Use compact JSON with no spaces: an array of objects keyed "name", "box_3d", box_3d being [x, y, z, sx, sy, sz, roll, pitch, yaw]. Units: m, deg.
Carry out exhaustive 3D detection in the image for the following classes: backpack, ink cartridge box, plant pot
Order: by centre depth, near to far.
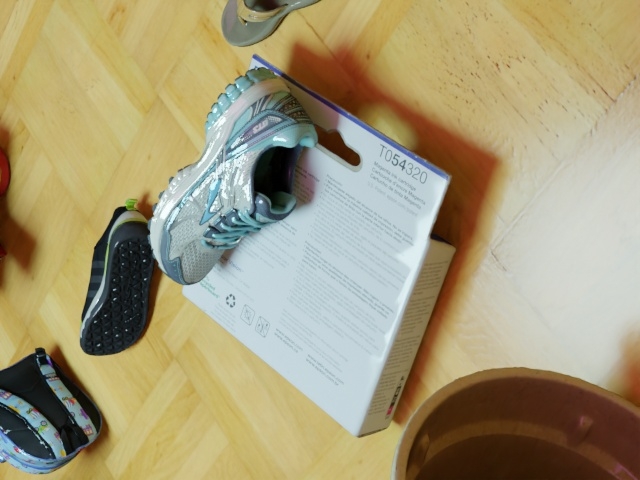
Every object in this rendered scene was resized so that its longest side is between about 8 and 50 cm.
[{"name":"plant pot","box_3d":[0.179,0.345,1.219,0.334,0.334,0.305,48,137,27]},{"name":"ink cartridge box","box_3d":[0.000,0.000,1.480,0.324,0.071,0.330,36,118,35]},{"name":"backpack","box_3d":[-0.410,0.264,1.873,0.173,0.158,0.117,40,132,19]}]

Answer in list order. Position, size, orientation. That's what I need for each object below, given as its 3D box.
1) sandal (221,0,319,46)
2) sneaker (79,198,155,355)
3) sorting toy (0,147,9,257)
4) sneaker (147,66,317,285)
[{"name":"sandal","box_3d":[-0.062,-0.281,1.502,0.180,0.049,0.072,-20,83,44]},{"name":"sneaker","box_3d":[-0.273,0.051,1.766,0.234,0.084,0.097,-66,30,28]},{"name":"sorting toy","box_3d":[-0.578,-0.056,2.017,0.255,0.089,0.257,21,111,40]},{"name":"sneaker","box_3d":[-0.097,-0.047,1.449,0.122,0.110,0.283,45,123,27]}]
